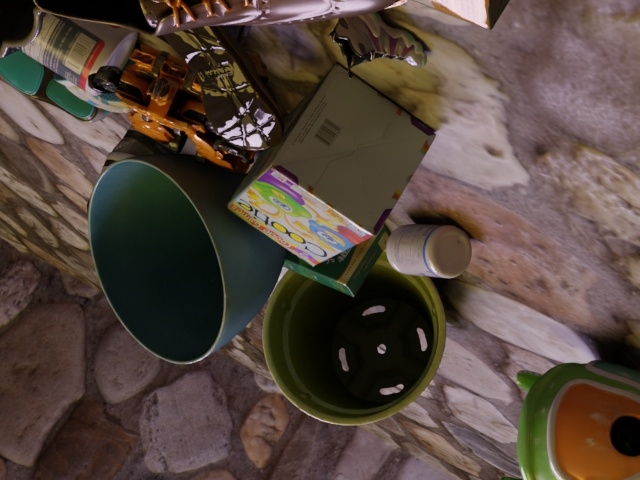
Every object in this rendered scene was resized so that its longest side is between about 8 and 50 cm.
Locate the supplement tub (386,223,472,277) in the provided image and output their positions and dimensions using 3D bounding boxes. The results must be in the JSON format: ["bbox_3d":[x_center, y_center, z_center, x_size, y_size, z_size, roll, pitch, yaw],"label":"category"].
[{"bbox_3d":[0.143,0.013,1.601,0.071,0.071,0.107,39,164,-24],"label":"supplement tub"}]

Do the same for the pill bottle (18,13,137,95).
[{"bbox_3d":[-0.338,-0.277,1.564,0.180,0.108,0.108,33,165,0],"label":"pill bottle"}]

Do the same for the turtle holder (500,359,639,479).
[{"bbox_3d":[0.418,0.303,1.660,0.227,0.243,0.320,-10,129,43],"label":"turtle holder"}]

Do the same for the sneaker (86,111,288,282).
[{"bbox_3d":[-0.192,0.020,1.924,0.447,0.257,0.169,41,163,-30],"label":"sneaker"}]

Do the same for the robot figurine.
[{"bbox_3d":[-0.165,-0.159,1.487,0.211,0.085,0.291,22,173,7],"label":"robot figurine"}]

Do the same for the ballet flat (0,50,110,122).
[{"bbox_3d":[-0.423,-0.248,1.908,0.213,0.072,0.068,32,-165,11],"label":"ballet flat"}]

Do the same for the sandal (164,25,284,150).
[{"bbox_3d":[-0.099,-0.184,1.298,0.090,0.060,0.219,-4,135,35],"label":"sandal"}]

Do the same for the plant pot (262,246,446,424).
[{"bbox_3d":[0.076,0.159,1.895,0.276,0.276,0.254,27,175,18],"label":"plant pot"}]

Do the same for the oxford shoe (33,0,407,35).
[{"bbox_3d":[-0.088,-0.226,1.072,0.364,0.132,0.130,6,134,26],"label":"oxford shoe"}]

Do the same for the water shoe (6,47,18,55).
[{"bbox_3d":[-0.468,-0.325,1.785,0.080,0.073,0.203,61,161,-5],"label":"water shoe"}]

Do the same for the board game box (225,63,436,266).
[{"bbox_3d":[0.004,-0.079,1.446,0.142,0.144,0.275,34,165,-8],"label":"board game box"}]

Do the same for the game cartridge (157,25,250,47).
[{"bbox_3d":[-0.158,-0.288,1.284,0.198,0.062,0.297,37,165,-2],"label":"game cartridge"}]

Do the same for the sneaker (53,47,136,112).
[{"bbox_3d":[-0.280,-0.223,1.690,0.092,0.087,0.229,33,174,-39],"label":"sneaker"}]

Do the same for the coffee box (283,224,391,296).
[{"bbox_3d":[0.000,0.000,1.767,0.184,0.113,0.040,24,160,33],"label":"coffee box"}]

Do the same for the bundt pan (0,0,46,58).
[{"bbox_3d":[-0.378,-0.355,1.231,0.331,0.124,0.331,20,139,18],"label":"bundt pan"}]

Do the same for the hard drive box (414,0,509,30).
[{"bbox_3d":[0.038,-0.273,0.878,0.232,0.089,0.181,26,163,21],"label":"hard drive box"}]

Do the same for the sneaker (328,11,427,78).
[{"bbox_3d":[0.051,-0.181,1.175,0.098,0.069,0.038,35,165,-9],"label":"sneaker"}]

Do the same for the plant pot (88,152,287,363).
[{"bbox_3d":[-0.159,0.002,1.691,0.290,0.195,0.290,22,122,39],"label":"plant pot"}]
